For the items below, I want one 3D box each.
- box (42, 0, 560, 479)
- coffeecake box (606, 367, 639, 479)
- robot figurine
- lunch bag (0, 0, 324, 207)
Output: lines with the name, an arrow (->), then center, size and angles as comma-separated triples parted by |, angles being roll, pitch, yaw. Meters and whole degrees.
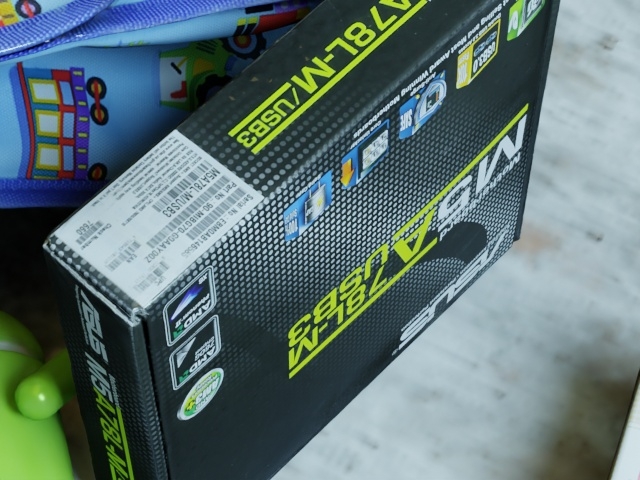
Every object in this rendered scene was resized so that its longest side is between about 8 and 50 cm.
box -> 0.000, 0.000, 0.603 | 0.045, 0.184, 0.190 | 37, 64, 23
coffeecake box -> 0.175, 0.125, 0.594 | 0.185, 0.068, 0.142 | 16, 61, 10
robot figurine -> -0.119, 0.071, 0.625 | 0.101, 0.067, 0.115 | -29, 59, 19
lunch bag -> -0.129, -0.115, 0.642 | 0.293, 0.138, 0.221 | -11, 56, -35
